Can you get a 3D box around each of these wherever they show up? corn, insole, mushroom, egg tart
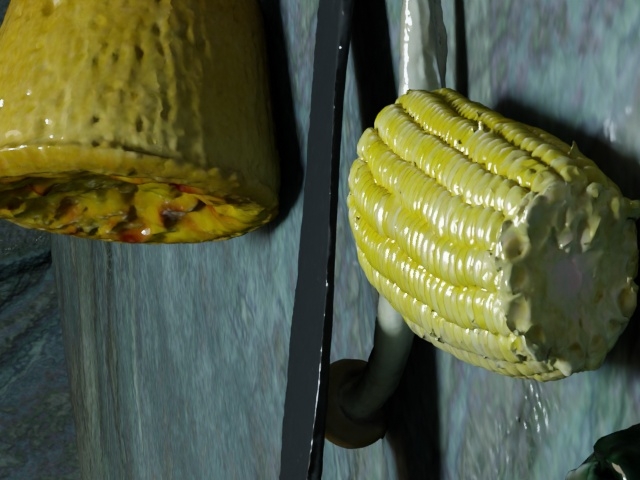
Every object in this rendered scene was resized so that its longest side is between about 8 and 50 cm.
[{"bbox_3d":[0.053,-0.004,0.605,0.085,0.063,0.165,-69,17,3],"label":"corn"},{"bbox_3d":[0.000,0.000,0.828,0.110,0.012,0.309,116,159,-71],"label":"insole"},{"bbox_3d":[0.033,-0.009,0.766,0.068,0.043,0.306,52,148,34],"label":"mushroom"},{"bbox_3d":[-0.118,-0.087,1.081,0.202,0.202,0.147,135,139,-74],"label":"egg tart"}]

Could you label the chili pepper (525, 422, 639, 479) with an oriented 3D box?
[{"bbox_3d":[0.094,0.120,0.355,0.148,0.116,0.264,42,160,-4],"label":"chili pepper"}]
